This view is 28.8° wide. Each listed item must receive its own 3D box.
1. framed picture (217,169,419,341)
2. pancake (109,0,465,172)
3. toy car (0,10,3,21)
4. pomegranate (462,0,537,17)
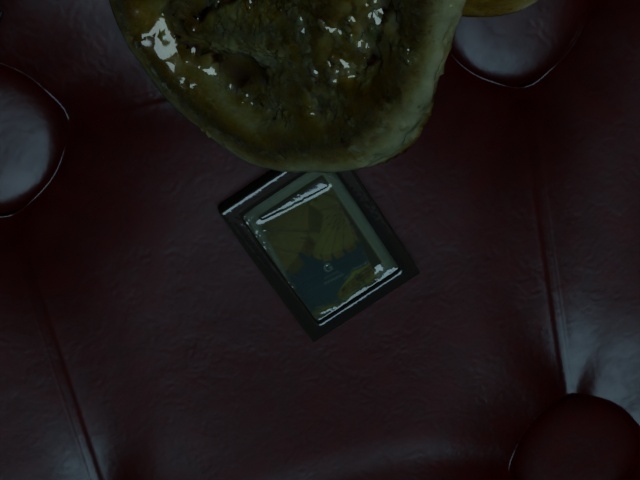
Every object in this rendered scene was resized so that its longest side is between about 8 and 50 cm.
[{"bbox_3d":[0.000,0.000,1.200,0.128,0.023,0.168,-33,114,4],"label":"framed picture"},{"bbox_3d":[-0.041,-0.208,1.003,0.356,0.065,0.356,17,128,23],"label":"pancake"},{"bbox_3d":[-0.359,-0.297,0.967,0.301,0.118,0.193,28,96,-18],"label":"toy car"},{"bbox_3d":[0.125,-0.287,1.023,0.207,0.207,0.207,-4,112,-9],"label":"pomegranate"}]
